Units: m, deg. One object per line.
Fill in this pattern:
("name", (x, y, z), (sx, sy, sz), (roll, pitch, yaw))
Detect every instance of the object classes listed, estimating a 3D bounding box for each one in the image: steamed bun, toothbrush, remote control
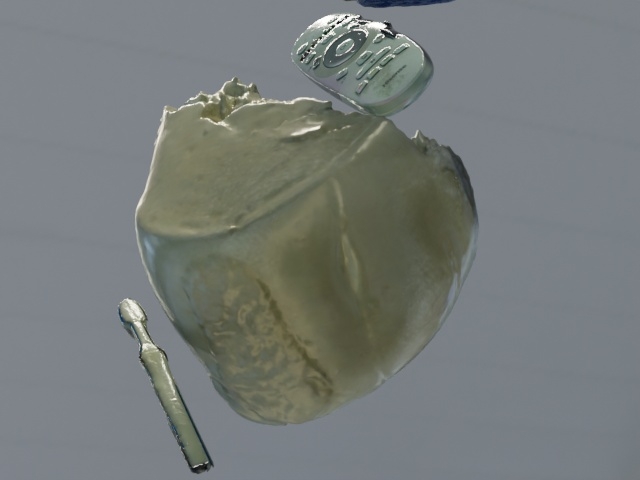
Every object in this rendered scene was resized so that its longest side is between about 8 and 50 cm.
("steamed bun", (0.000, 0.000, 1.475), (0.272, 0.273, 0.290), (-16, -50, 29))
("toothbrush", (-0.142, 0.125, 1.458), (0.026, 0.294, 0.028), (-21, -62, -9))
("remote control", (0.043, -0.182, 1.672), (0.097, 0.256, 0.045), (-42, -57, -3))

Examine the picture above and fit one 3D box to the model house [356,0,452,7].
("model house", (0.024, -0.344, 1.393), (0.252, 0.295, 0.329), (5, 14, 28))
